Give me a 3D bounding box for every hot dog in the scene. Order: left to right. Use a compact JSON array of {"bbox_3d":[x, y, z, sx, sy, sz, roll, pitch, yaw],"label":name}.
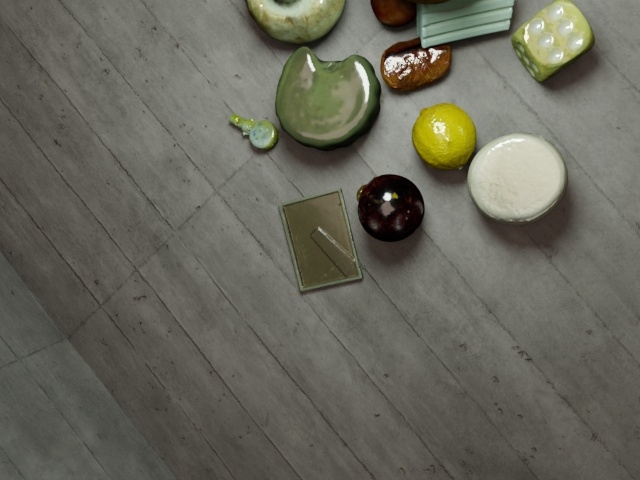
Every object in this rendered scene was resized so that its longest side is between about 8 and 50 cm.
[{"bbox_3d":[0.304,-0.571,1.570,0.226,0.099,0.161,-8,95,11],"label":"hot dog"}]

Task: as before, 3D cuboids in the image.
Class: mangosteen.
[{"bbox_3d":[0.213,-0.112,1.620,0.265,0.228,0.228,27,108,49],"label":"mangosteen"}]

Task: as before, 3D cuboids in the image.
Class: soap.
[{"bbox_3d":[0.424,-0.684,1.449,0.265,0.160,0.088,-11,58,6],"label":"soap"}]

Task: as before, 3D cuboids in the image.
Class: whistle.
[{"bbox_3d":[-0.242,-0.400,1.776,0.198,0.057,0.104,29,94,17],"label":"whistle"}]

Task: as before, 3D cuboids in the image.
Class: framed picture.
[{"bbox_3d":[0.000,0.000,1.779,0.247,0.022,0.335,-14,94,16],"label":"framed picture"}]

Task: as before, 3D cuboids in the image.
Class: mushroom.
[{"bbox_3d":[-0.084,-0.807,1.561,0.352,0.260,0.352,4,103,19],"label":"mushroom"}]

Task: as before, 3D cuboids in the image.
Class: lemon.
[{"bbox_3d":[0.388,-0.324,1.538,0.192,0.192,0.231,-33,82,17],"label":"lemon"}]

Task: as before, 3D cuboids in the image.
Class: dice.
[{"bbox_3d":[0.675,-0.581,1.431,0.166,0.169,0.169,-35,88,18],"label":"dice"}]

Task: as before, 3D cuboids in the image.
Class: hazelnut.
[{"bbox_3d":[0.232,-0.776,1.522,0.178,0.178,0.204,12,84,13],"label":"hazelnut"}]

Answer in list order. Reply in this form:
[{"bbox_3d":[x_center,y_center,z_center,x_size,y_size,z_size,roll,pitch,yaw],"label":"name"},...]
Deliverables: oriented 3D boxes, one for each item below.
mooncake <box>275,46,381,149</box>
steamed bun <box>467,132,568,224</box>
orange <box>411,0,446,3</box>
[{"bbox_3d":[0.027,-0.463,1.621,0.351,0.187,0.351,1,96,12],"label":"mooncake"},{"bbox_3d":[0.601,-0.186,1.505,0.283,0.177,0.283,3,97,23],"label":"steamed bun"},{"bbox_3d":[0.265,-0.783,1.257,0.357,0.322,0.322,44,107,17],"label":"orange"}]
